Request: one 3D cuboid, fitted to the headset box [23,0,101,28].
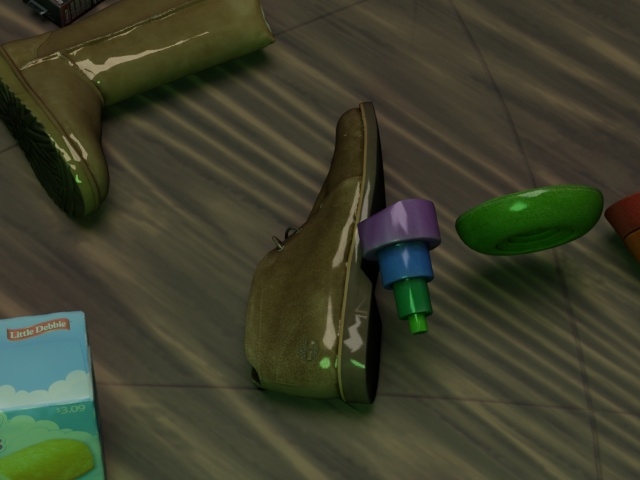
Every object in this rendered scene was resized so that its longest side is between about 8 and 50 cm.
[{"bbox_3d":[-0.258,-0.255,1.696,0.062,0.032,0.083,34,59,23],"label":"headset box"}]

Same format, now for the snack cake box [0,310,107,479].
[{"bbox_3d":[-0.304,0.146,1.301,0.264,0.152,0.089,-7,53,-7],"label":"snack cake box"}]

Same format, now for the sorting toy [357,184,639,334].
[{"bbox_3d":[0.208,0.027,1.422,0.366,0.127,0.126,-3,74,-25],"label":"sorting toy"}]

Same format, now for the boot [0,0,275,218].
[{"bbox_3d":[-0.163,-0.157,1.587,0.270,0.089,0.236,-24,56,-21],"label":"boot"}]

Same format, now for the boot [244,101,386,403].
[{"bbox_3d":[0.000,0.000,1.463,0.115,0.112,0.305,0,53,11],"label":"boot"}]
